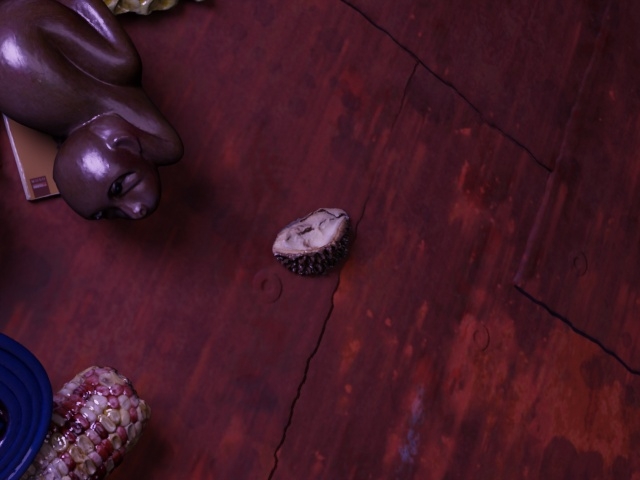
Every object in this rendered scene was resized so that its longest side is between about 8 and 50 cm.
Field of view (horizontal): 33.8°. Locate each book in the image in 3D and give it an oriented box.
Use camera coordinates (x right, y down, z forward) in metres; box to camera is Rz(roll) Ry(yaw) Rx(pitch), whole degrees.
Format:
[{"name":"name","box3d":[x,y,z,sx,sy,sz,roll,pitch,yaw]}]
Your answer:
[{"name":"book","box3d":[-0.280,-0.137,1.118,0.118,0.012,0.172,-17,90,-34]}]

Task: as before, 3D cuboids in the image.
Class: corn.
[{"name":"corn","box3d":[-0.280,0.237,0.993,0.290,0.098,0.098,-45,106,-31]}]

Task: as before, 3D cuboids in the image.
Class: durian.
[{"name":"durian","box3d":[-0.004,0.005,1.266,0.130,0.052,0.066,-27,57,-37]}]

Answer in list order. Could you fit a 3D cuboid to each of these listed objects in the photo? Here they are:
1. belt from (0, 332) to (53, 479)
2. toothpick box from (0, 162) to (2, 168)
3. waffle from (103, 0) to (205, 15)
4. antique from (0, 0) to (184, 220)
[{"name":"belt","box3d":[-0.377,0.137,0.830,0.347,0.117,0.213,16,95,-59]},{"name":"toothpick box","box3d":[-0.344,-0.107,1.048,0.047,0.047,0.083,-7,84,-34]},{"name":"waffle","box3d":[-0.220,-0.359,1.177,0.204,0.054,0.223,-20,94,-35]},{"name":"antique","box3d":[-0.244,-0.131,1.048,0.143,0.121,0.257,-35,100,-46]}]
